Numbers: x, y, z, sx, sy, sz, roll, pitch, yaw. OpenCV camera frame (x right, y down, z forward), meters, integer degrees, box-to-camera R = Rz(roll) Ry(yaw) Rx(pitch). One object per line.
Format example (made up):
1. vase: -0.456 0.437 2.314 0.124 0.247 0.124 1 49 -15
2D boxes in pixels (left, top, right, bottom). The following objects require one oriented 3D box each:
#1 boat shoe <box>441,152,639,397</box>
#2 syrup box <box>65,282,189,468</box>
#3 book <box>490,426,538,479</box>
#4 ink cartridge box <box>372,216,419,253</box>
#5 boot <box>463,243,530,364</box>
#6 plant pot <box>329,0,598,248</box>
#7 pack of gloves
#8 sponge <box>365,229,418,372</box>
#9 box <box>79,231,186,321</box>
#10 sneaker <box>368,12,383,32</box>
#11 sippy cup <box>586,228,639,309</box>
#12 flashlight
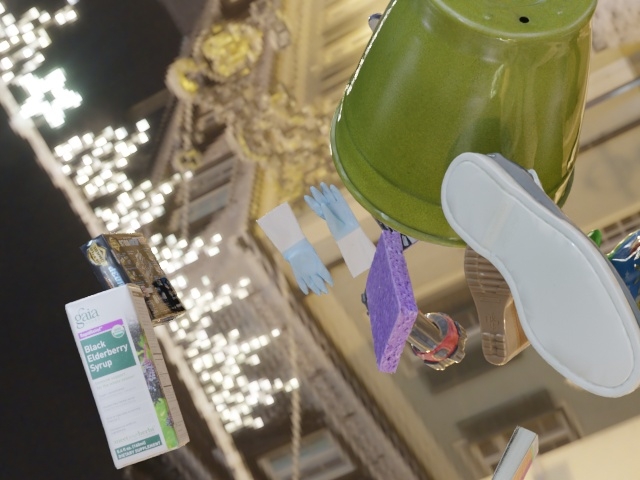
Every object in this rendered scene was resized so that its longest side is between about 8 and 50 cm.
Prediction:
1. boat shoe: 0.235 0.023 1.161 0.099 0.116 0.319 4 -144 -35
2. syrup box: -0.267 0.185 1.657 0.096 0.093 0.237 50 -158 -85
3. book: 0.295 0.373 1.855 0.144 0.035 0.096 -58 -28 -20
4. ink cartridge box: 0.130 -0.083 2.266 0.207 0.097 0.046 54 180 9
5. boot: 0.261 0.019 1.563 0.207 0.090 0.248 -46 -38 -51
6. plant pot: 0.213 -0.237 1.625 0.353 0.366 0.366 100 159 -54
7. pack of gloves: 0.000 0.000 2.677 0.232 0.195 0.046 57 178 -6
8. sponge: 0.102 0.088 1.776 0.210 0.031 0.117 -98 20 -56
9. box: -0.328 0.071 2.124 0.175 0.051 0.220 59 -171 4
10. sneaker: 0.131 -0.344 2.112 0.135 0.052 0.058 46 -139 -18
11. sippy cup: 0.551 0.061 1.751 0.224 0.305 0.240 99 152 -74
12. flashlight: 0.166 0.142 2.132 0.304 0.103 0.103 40 -118 -53
